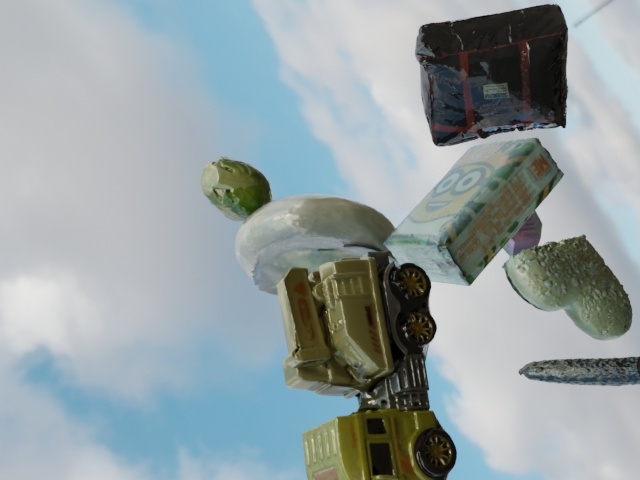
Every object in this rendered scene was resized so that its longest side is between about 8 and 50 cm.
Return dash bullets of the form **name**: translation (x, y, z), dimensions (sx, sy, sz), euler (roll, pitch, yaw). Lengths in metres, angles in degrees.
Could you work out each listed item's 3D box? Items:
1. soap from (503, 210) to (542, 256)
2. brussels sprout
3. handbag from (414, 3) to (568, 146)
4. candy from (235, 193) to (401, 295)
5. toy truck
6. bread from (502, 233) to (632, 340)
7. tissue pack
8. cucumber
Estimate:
- **soap**: translation (0.437, -0.032, 2.042), dimensions (0.100, 0.056, 0.149), euler (-6, -130, -14)
- **brussels sprout**: translation (-0.194, -0.121, 2.182), dimensions (0.180, 0.144, 0.161), euler (13, -137, -53)
- **handbag**: translation (0.250, -0.232, 1.320), dimensions (0.155, 0.215, 0.169), euler (-82, -20, -45)
- **candy**: translation (0.000, 0.000, 2.015), dimensions (0.427, 0.386, 0.186), euler (78, -169, -75)
- **toy truck**: translation (0.063, 0.218, 1.459), dimensions (0.254, 0.180, 0.405), euler (2, -112, -24)
- **bread**: translation (0.417, 0.063, 1.503), dimensions (0.232, 0.064, 0.172), euler (29, -132, -5)
- **tissue pack**: translation (0.299, -0.060, 1.812), dimensions (0.128, 0.311, 0.228), euler (50, 162, -18)
- **cucumber**: translation (0.586, 0.294, 2.060), dimensions (0.067, 0.293, 0.068), euler (12, -105, -51)
